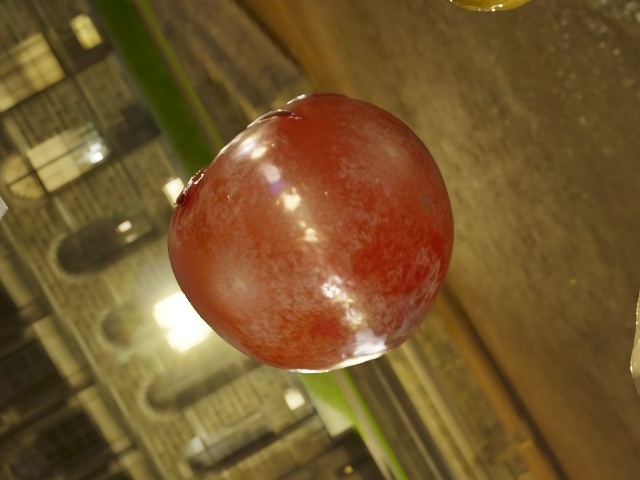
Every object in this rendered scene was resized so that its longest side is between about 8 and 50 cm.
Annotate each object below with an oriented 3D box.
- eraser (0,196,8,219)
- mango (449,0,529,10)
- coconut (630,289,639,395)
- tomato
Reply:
[{"bbox_3d":[-0.353,-0.010,1.276,0.023,0.150,0.104,7,142,30],"label":"eraser"},{"bbox_3d":[0.145,-0.271,1.107,0.167,0.130,0.262,124,163,-44],"label":"mango"},{"bbox_3d":[0.462,0.105,1.283,0.310,0.297,0.297,31,179,-5],"label":"coconut"},{"bbox_3d":[0.000,0.000,1.296,0.264,0.265,0.265,60,177,6],"label":"tomato"}]
